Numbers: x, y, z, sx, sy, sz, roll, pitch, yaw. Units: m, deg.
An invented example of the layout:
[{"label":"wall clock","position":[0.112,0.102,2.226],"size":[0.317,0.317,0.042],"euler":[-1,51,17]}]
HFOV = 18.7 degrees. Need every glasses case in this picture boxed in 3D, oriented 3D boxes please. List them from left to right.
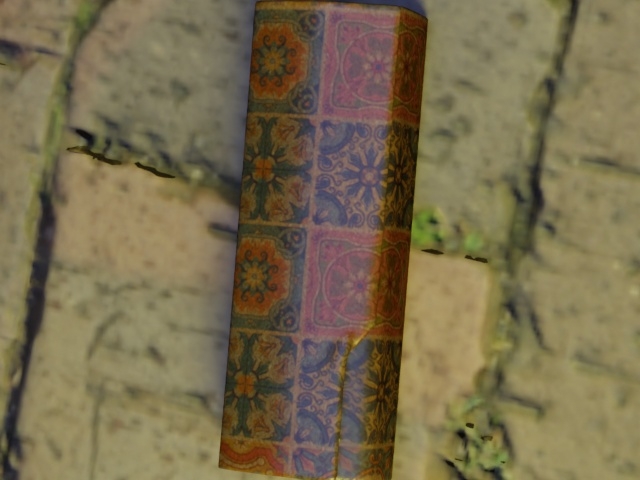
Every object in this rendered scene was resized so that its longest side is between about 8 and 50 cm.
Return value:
[{"label":"glasses case","position":[0.000,0.000,0.903],"size":[0.075,0.049,0.218],"euler":[4,89,22]}]
